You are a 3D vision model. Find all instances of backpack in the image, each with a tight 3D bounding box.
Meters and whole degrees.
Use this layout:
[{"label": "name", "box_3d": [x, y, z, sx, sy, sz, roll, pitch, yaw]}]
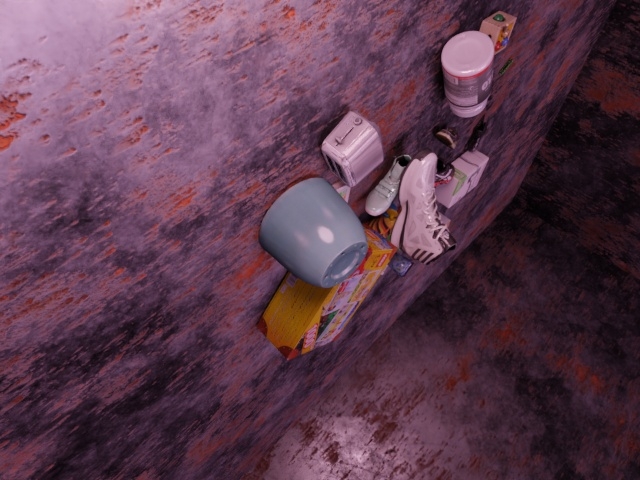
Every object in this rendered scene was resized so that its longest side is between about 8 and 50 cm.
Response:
[{"label": "backpack", "box_3d": [0.441, 0.131, 2.357, 0.105, 0.114, 0.084, -54, 154, 3]}]

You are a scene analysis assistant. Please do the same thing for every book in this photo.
[{"label": "book", "box_3d": [0.051, -0.137, 1.441, 0.096, 0.035, 0.144, -31, 151, -25]}]

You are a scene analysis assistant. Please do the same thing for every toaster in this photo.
[{"label": "toaster", "box_3d": [0.097, -0.258, 1.235, 0.146, 0.129, 0.227, -44, 157, -4]}]

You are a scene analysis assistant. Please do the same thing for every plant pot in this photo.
[{"label": "plant pot", "box_3d": [0.000, 0.000, 1.272, 0.292, 0.235, 0.293, -33, 151, -21]}]

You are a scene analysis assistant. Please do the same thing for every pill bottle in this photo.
[{"label": "pill bottle", "box_3d": [0.506, -0.556, 1.450, 0.161, 0.161, 0.283, -50, 155, 1]}]

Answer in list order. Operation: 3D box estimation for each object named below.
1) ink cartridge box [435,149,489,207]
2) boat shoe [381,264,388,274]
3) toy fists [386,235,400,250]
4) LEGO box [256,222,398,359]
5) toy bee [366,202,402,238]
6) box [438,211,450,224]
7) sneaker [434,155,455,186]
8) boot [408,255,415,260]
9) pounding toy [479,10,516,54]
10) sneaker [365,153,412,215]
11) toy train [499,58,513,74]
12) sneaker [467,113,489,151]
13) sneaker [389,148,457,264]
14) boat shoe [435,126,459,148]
[{"label": "ink cartridge box", "box_3d": [0.725, -0.325, 2.188, 0.272, 0.114, 0.199, -36, 152, -28]}, {"label": "boat shoe", "box_3d": [0.290, 0.113, 2.128, 0.084, 0.095, 0.258, -55, 165, 2]}, {"label": "toy fists", "box_3d": [0.364, -0.035, 2.027, 0.142, 0.096, 0.279, -62, 153, 3]}, {"label": "LEGO box", "box_3d": [0.030, 0.183, 1.654, 0.372, 0.193, 0.501, -3, 128, -57]}, {"label": "toy bee", "box_3d": [0.328, -0.097, 1.799, 0.298, 0.162, 0.195, -52, 153, 4]}, {"label": "box", "box_3d": [0.685, -0.061, 2.521, 0.130, 0.091, 0.171, -39, 153, -22]}, {"label": "sneaker", "box_3d": [0.544, -0.321, 1.915, 0.276, 0.097, 0.135, -24, 147, -41]}, {"label": "boot", "box_3d": [0.557, 0.010, 2.403, 0.206, 0.090, 0.248, -37, 131, 21]}, {"label": "pounding toy", "box_3d": [0.620, -0.725, 1.475, 0.130, 0.100, 0.141, -38, 153, -25]}, {"label": "sneaker", "box_3d": [0.253, -0.217, 1.582, 0.256, 0.094, 0.151, -50, 162, -22]}, {"label": "toy train", "box_3d": [0.810, -0.757, 1.846, 0.083, 0.017, 0.023, -51, 166, 2]}, {"label": "sneaker", "box_3d": [0.772, -0.524, 2.073, 0.170, 0.051, 0.089, -58, 154, 6]}, {"label": "sneaker", "box_3d": [0.422, -0.103, 1.573, 0.169, 0.257, 0.448, -26, 136, -33]}, {"label": "boat shoe", "box_3d": [0.539, -0.442, 1.772, 0.074, 0.080, 0.223, -62, 158, 13]}]
